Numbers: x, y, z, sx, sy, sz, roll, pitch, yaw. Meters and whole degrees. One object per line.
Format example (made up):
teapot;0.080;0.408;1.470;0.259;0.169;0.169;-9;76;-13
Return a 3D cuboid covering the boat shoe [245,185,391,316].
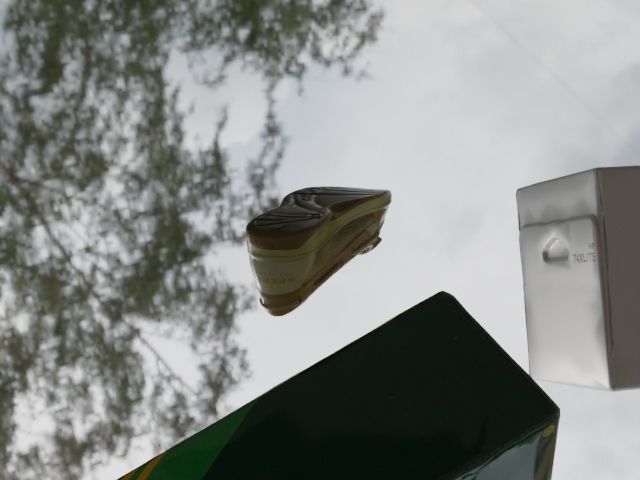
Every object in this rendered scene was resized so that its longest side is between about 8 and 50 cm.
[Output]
boat shoe;0.002;0.000;0.704;0.056;0.048;0.153;3;-165;19

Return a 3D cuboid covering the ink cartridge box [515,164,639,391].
ink cartridge box;0.347;0.030;1.142;0.270;0.197;0.198;-3;178;-12

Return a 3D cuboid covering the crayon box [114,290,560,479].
crayon box;-0.024;0.238;0.702;0.313;0.363;0.106;-30;-127;-17
